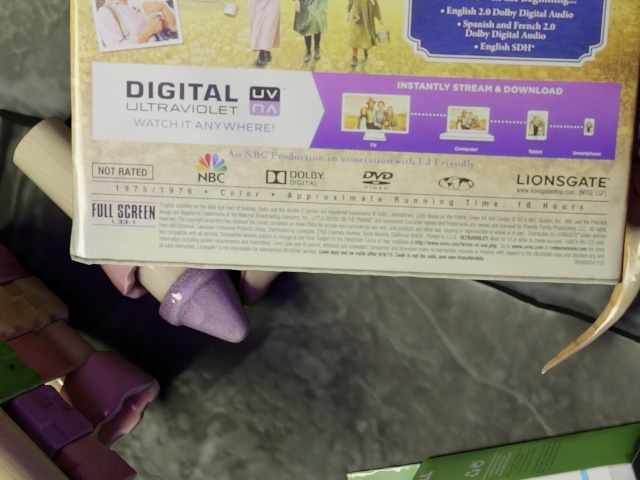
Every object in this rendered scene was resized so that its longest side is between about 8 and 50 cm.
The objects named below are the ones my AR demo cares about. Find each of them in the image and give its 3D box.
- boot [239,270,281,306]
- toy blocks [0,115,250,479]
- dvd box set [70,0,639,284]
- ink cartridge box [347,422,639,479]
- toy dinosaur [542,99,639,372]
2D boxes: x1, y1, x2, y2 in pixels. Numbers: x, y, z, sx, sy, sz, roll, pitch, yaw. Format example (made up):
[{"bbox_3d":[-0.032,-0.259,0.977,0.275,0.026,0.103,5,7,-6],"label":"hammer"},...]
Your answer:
[{"bbox_3d":[0.000,0.000,1.127,0.087,0.042,0.118,15,121,5],"label":"boot"},{"bbox_3d":[-0.201,0.127,1.094,0.260,0.288,0.309,42,116,13],"label":"toy blocks"},{"bbox_3d":[0.021,-0.186,0.945,0.308,0.062,0.420,1,109,1],"label":"dvd box set"},{"bbox_3d":[0.117,0.190,1.142,0.209,0.062,0.109,-13,106,23],"label":"ink cartridge box"},{"bbox_3d":[0.188,-0.021,1.051,0.112,0.064,0.211,10,109,42],"label":"toy dinosaur"}]
